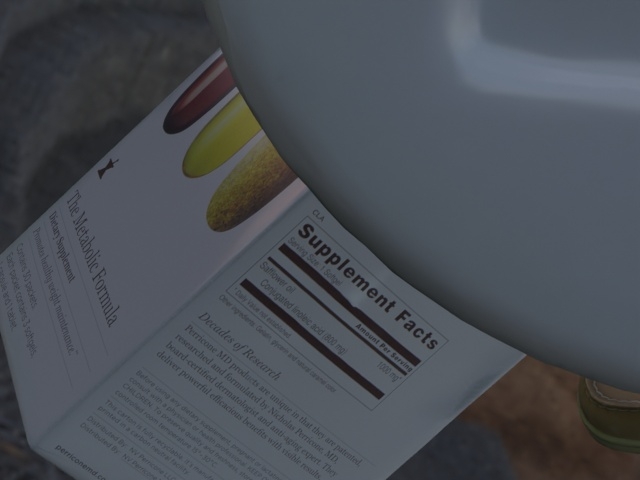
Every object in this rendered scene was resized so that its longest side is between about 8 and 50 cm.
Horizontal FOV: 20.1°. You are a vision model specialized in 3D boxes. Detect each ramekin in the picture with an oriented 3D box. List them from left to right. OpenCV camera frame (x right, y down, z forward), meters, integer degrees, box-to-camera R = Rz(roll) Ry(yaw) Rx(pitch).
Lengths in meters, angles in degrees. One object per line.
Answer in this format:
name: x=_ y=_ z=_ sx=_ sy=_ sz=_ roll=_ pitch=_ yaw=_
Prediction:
ramekin: x=0.099 y=-0.098 z=0.377 sx=0.277 sy=0.277 sz=0.135 roll=27 pitch=21 yaw=5

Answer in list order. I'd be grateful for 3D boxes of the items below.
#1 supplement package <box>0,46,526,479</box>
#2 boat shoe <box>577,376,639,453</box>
supplement package: x=0.000 y=0.000 z=0.747 sx=0.134 sy=0.244 sz=0.139 roll=41 pitch=11 yaw=-34
boat shoe: x=0.271 y=0.043 z=1.034 sx=0.089 sy=0.285 sz=0.104 roll=46 pitch=31 yaw=-44
